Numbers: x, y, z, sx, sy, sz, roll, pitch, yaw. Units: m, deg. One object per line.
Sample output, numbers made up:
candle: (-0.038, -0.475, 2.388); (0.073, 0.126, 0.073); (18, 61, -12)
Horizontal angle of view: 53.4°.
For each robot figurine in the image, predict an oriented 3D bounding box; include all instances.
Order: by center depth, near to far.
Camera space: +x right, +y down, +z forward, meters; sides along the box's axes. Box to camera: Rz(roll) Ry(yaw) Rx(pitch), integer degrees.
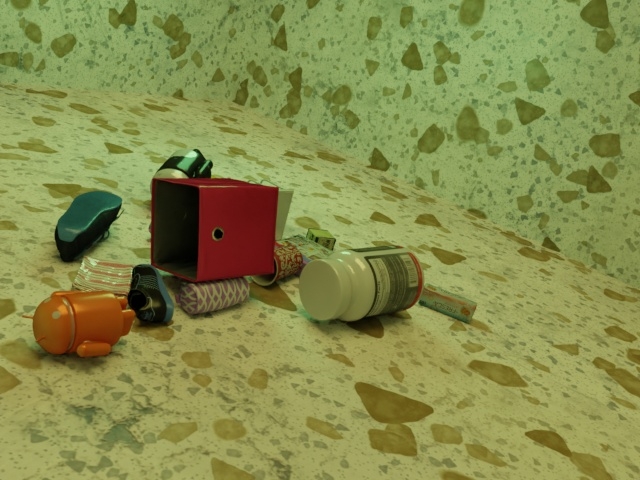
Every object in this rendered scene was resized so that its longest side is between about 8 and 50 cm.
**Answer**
robot figurine: (-0.512, 0.175, 1.364); (0.219, 0.158, 0.128); (-3, -12, -44)
robot figurine: (-0.498, -0.219, 2.299); (0.173, 0.209, 0.278); (24, 38, -1)

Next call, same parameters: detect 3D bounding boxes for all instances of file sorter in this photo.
file sorter: (-0.268, -0.111, 2.225); (0.173, 0.193, 0.277); (29, 23, 37)

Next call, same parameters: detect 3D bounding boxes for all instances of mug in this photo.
mug: (-0.146, 0.058, 1.980); (0.150, 0.113, 0.169); (48, 26, 16)

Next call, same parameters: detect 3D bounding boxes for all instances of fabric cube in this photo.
fabric cube: (-0.296, -0.039, 1.770); (0.258, 0.254, 0.259); (-4, 12, -42)

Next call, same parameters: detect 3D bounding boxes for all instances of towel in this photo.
towel: (-0.568, 0.092, 1.681); (0.144, 0.029, 0.197); (12, 20, -15)

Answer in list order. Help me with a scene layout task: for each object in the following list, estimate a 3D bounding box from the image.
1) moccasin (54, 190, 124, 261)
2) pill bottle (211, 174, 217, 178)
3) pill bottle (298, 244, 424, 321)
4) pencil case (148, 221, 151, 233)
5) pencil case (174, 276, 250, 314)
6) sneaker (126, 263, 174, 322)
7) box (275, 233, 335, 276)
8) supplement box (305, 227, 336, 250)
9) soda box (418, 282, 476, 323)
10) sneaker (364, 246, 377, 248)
moccasin: (-0.682, -0.048, 1.839); (0.137, 0.117, 0.342); (17, 23, 2)
pill bottle: (-0.419, -0.192, 2.441); (0.103, 0.103, 0.184); (-5, 29, -46)
pill bottle: (0.123, 0.126, 1.883); (0.362, 0.210, 0.210); (-4, 28, -44)
pencil case: (-0.478, -0.010, 1.969); (0.070, 0.065, 0.151); (-16, 36, -31)
pencil case: (-0.285, 0.144, 1.703); (0.088, 0.087, 0.206); (-10, -3, 41)
sneaker: (-0.450, 0.126, 1.610); (0.090, 0.082, 0.232); (10, 21, -39)
box: (-0.015, 0.076, 2.124); (0.293, 0.057, 0.201); (26, 21, 24)
supplement box: (0.000, 0.000, 2.338); (0.083, 0.056, 0.083); (6, 22, -28)
soda box: (0.423, 0.208, 2.120); (0.183, 0.063, 0.058); (22, 20, 12)
sneaker: (0.227, 0.067, 2.342); (0.161, 0.057, 0.075); (15, 14, -13)
